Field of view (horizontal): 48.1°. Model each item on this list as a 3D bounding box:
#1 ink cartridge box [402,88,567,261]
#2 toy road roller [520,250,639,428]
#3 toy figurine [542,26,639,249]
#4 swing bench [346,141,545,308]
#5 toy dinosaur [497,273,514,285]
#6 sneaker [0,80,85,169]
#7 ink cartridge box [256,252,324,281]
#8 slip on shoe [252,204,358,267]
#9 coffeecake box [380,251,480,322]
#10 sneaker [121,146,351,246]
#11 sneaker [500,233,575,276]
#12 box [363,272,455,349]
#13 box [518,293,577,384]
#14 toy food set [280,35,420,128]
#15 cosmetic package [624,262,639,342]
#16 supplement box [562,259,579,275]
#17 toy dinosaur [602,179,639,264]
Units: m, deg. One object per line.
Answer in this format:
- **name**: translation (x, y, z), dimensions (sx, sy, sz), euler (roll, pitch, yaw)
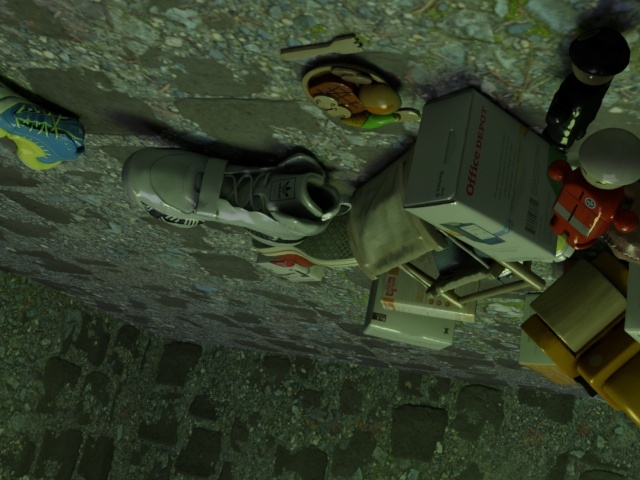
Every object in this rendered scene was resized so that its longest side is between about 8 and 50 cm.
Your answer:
- **ink cartridge box**: translation (0.221, -0.078, 0.941), dimensions (0.212, 0.155, 0.093), euler (24, 160, -37)
- **toy road roller**: translation (0.546, 0.202, 1.295), dimensions (0.329, 0.202, 0.241), euler (39, -170, -39)
- **toy figurine**: translation (0.337, -0.099, 0.723), dimensions (0.209, 0.213, 0.148), euler (8, 146, 4)
- **swing bench**: translation (0.191, -0.013, 1.151), dimensions (0.254, 0.165, 0.253), euler (17, 162, -14)
- **toy dinosaur**: translation (0.372, 0.059, 1.495), dimensions (0.090, 0.047, 0.082), euler (40, -170, 33)
- **sneaker**: translation (-0.462, -0.199, 1.173), dimensions (0.126, 0.091, 0.240), euler (-8, 160, 2)
- **ink cartridge box**: translation (-0.068, 0.051, 1.695), dimensions (0.099, 0.056, 0.135), euler (-5, 155, 41)
- **slip on shoe**: translation (0.000, 0.000, 1.389), dimensions (0.101, 0.123, 0.331), euler (29, 162, -37)
- **coffeecake box**: translation (0.225, 0.076, 1.437), dimensions (0.185, 0.143, 0.068), euler (8, 162, 14)
- **sneaker**: translation (-0.128, -0.088, 1.189), dimensions (0.365, 0.138, 0.210), euler (17, 162, -31)
- **sneaker**: translation (0.334, 0.003, 1.260), dimensions (0.094, 0.082, 0.208), euler (27, 147, -36)
- **box**: translation (0.199, 0.126, 1.548), dimensions (0.180, 0.182, 0.119), euler (13, 164, -2)
- **box**: translation (0.648, 0.225, 1.580), dimensions (0.345, 0.168, 0.215), euler (-4, 156, 41)
- **toy food set**: translation (0.037, -0.185, 0.924), dimensions (0.132, 0.039, 0.192), euler (0, 159, 34)
- **cosmetic package**: translation (0.654, 0.066, 1.041), dimensions (0.365, 0.197, 0.155), euler (-2, 158, 41)
- **supplement box**: translation (0.510, 0.083, 1.404), dimensions (0.036, 0.062, 0.098), euler (-5, 156, 40)
- **toy dinosaur**: translation (0.457, -0.001, 0.950), dimensions (0.295, 0.201, 0.127), euler (10, 162, 7)
